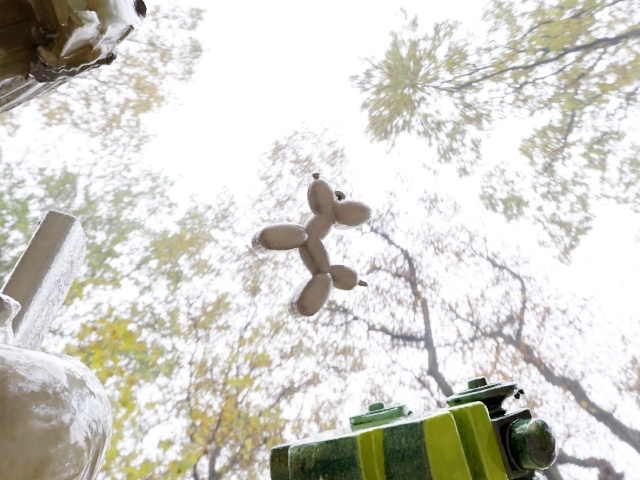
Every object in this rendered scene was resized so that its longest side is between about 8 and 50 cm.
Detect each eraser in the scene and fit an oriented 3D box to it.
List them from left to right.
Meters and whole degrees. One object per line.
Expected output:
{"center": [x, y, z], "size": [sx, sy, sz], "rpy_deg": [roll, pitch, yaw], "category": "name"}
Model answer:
{"center": [-0.486, 0.099, 1.222], "size": [0.095, 0.270, 0.174], "rpy_deg": [18, -41, -5], "category": "eraser"}

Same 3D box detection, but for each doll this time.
{"center": [0.000, 0.000, 0.915], "size": [0.160, 0.059, 0.161], "rpy_deg": [-28, -89, -28], "category": "doll"}

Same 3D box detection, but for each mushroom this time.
{"center": [-0.261, 0.118, 0.481], "size": [0.255, 0.255, 0.184], "rpy_deg": [9, -108, 5], "category": "mushroom"}

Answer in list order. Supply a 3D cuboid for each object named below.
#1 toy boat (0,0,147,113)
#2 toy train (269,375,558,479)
{"center": [-0.307, -0.186, 0.669], "size": [0.446, 0.162, 0.135], "rpy_deg": [-2, -69, 48], "category": "toy boat"}
{"center": [0.112, 0.322, 1.053], "size": [0.442, 0.273, 0.179], "rpy_deg": [-29, -109, 49], "category": "toy train"}
